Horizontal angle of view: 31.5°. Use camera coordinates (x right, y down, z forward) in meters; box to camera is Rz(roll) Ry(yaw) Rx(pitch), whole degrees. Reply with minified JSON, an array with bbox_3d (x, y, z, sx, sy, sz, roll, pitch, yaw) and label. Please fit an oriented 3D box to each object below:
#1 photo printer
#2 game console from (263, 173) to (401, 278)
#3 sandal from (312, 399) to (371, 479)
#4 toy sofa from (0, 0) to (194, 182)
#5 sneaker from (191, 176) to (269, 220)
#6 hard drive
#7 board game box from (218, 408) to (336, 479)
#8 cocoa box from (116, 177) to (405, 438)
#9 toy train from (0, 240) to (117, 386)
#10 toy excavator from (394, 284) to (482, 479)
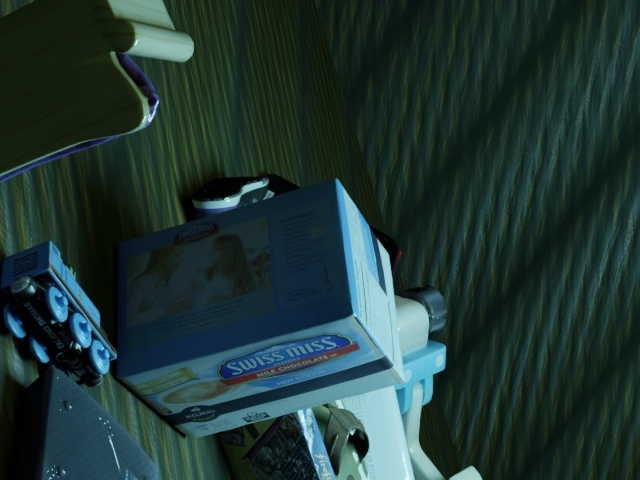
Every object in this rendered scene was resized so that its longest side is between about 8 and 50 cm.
[{"bbox_3d":[0.030,0.397,1.935,0.107,0.256,0.307,95,-16,-70],"label":"photo printer"},{"bbox_3d":[0.000,0.000,2.312,0.342,0.060,0.386,28,18,0],"label":"game console"},{"bbox_3d":[0.039,0.326,1.808,0.120,0.086,0.302,-29,96,-48],"label":"sandal"},{"bbox_3d":[-0.298,-0.119,0.995,0.177,0.363,0.150,67,13,-1],"label":"toy sofa"},{"bbox_3d":[-0.164,-0.042,2.056,0.283,0.107,0.124,-42,130,-71],"label":"sneaker"},{"bbox_3d":[-0.265,0.277,1.307,0.254,0.054,0.172,59,19,-46],"label":"hard drive"},{"bbox_3d":[-0.083,0.295,1.774,0.042,0.165,0.243,-30,105,-56],"label":"board game box"},{"bbox_3d":[-0.086,0.101,1.605,0.228,0.347,0.231,54,24,-53],"label":"cocoa box"},{"bbox_3d":[-0.304,0.092,1.329,0.105,0.080,0.184,-100,166,-48],"label":"toy train"},{"bbox_3d":[0.154,0.326,2.348,0.222,0.433,0.444,-18,115,-45],"label":"toy excavator"}]
